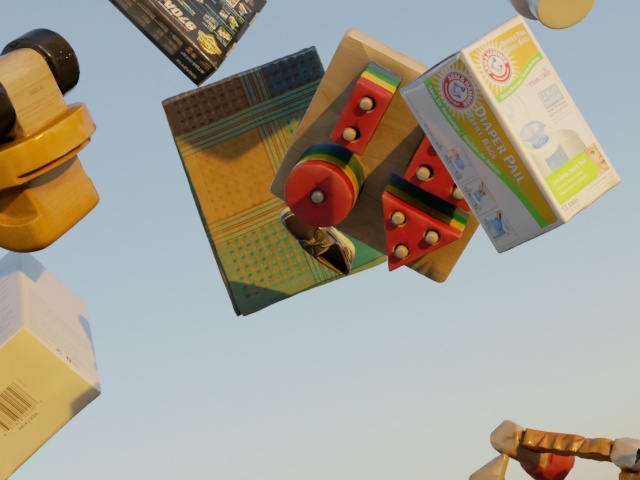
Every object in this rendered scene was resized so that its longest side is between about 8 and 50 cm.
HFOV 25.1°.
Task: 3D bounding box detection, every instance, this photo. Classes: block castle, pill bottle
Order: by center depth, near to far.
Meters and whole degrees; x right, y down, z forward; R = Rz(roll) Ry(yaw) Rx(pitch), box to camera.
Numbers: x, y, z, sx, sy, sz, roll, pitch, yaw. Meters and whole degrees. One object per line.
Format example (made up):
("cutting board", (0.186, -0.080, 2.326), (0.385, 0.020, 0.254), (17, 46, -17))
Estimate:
("pill bottle", (0.280, -0.369, 1.889), (0.117, 0.215, 0.117), (-11, -47, -12))
("block castle", (0.377, 0.514, 2.184), (0.303, 0.453, 0.213), (1, -20, 41))

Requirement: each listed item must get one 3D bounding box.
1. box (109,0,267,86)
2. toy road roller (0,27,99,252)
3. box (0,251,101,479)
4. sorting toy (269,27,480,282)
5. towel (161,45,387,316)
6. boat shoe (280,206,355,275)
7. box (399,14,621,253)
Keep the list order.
("box", (-0.189, -0.331, 1.861), (0.051, 0.220, 0.175), (-33, 20, 41))
("toy road roller", (-0.429, -0.100, 1.811), (0.330, 0.240, 0.202), (-14, 19, 32))
("box", (-0.494, 0.187, 2.292), (0.215, 0.168, 0.345), (-42, 24, 6))
("sorting toy", (0.087, -0.084, 1.762), (0.255, 0.257, 0.089), (-62, 0, 34))
("towel", (-0.070, -0.093, 2.295), (0.272, 0.370, 0.040), (-20, 9, -2))
("boat shoe", (0.000, 0.000, 2.120), (0.056, 0.049, 0.152), (-34, -49, 28))
("box", (0.193, -0.109, 1.468), (0.114, 0.203, 0.103), (-33, 2, -40))
